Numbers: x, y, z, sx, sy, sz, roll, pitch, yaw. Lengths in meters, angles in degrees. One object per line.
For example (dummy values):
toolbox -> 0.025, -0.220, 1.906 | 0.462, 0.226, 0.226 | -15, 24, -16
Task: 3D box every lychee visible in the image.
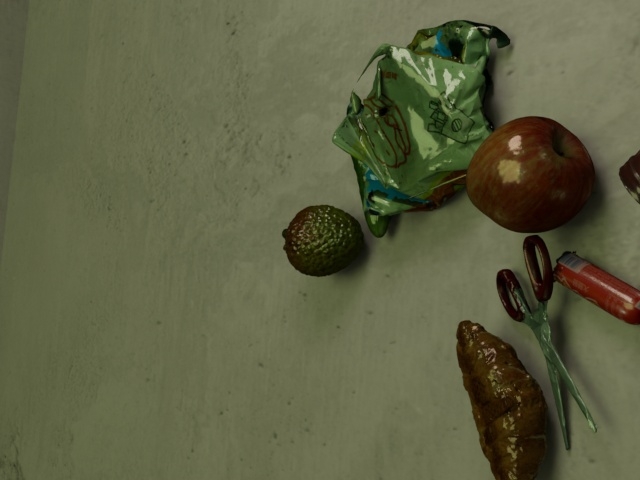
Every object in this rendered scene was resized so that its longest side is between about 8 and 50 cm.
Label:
lychee -> 0.000, 0.000, 1.686 | 0.147, 0.114, 0.114 | -3, 80, 34

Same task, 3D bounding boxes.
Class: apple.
apple -> 0.252, -0.076, 1.331 | 0.131, 0.146, 0.146 | -47, 48, 33

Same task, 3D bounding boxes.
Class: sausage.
sausage -> 0.336, 0.061, 1.281 | 0.048, 0.050, 0.145 | -47, 44, -7

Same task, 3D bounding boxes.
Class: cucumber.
cucumber -> 0.074, -0.122, 1.658 | 0.056, 0.056, 0.250 | -35, 58, 44

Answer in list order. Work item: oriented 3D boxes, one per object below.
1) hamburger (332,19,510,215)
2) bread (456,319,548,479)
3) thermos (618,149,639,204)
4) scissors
hamburger -> 0.127, -0.182, 1.521 | 0.261, 0.151, 0.275 | -15, 71, 49
bread -> 0.232, 0.200, 1.359 | 0.105, 0.076, 0.233 | 121, 138, -56
thermos -> 0.429, -0.128, 1.160 | 0.232, 0.099, 0.124 | -53, 7, 31
scissors -> 0.275, 0.126, 1.334 | 0.144, 0.017, 0.247 | 113, 145, -61
